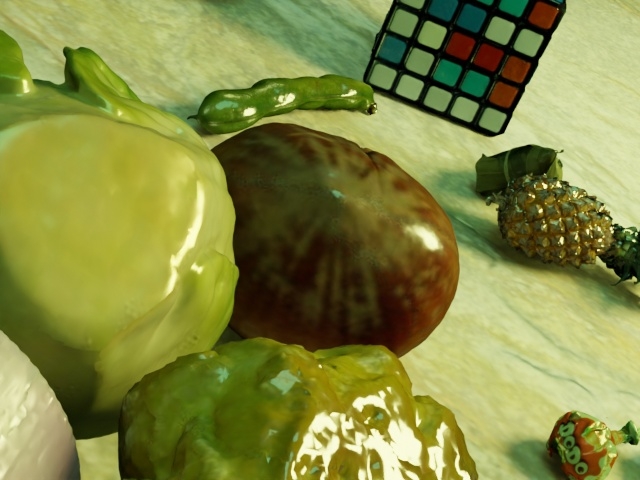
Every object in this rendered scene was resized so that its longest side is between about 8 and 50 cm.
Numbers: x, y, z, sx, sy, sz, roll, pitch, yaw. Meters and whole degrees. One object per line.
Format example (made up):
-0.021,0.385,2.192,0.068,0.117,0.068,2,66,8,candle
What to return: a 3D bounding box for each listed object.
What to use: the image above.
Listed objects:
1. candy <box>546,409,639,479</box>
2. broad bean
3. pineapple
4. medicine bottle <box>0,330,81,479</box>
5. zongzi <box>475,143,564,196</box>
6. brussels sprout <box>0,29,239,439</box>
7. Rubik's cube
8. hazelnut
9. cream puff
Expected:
0.246,0.155,0.813,0.184,0.049,0.056,-1,70,-42,candy
-0.032,-0.144,1.052,0.256,0.052,0.053,-14,90,-46,broad bean
0.265,-0.004,0.991,0.221,0.083,0.103,21,-9,-2,pineapple
-0.237,0.183,0.311,0.219,0.219,0.388,23,33,0,medicine bottle
0.236,-0.075,1.060,0.109,0.119,0.055,-3,82,-35,zongzi
-0.180,-0.003,0.583,0.259,0.227,0.294,12,-11,-36,brussels sprout
0.173,-0.262,1.216,0.187,0.182,0.184,21,32,-4,Rubik's cube
0.001,-0.003,0.748,0.212,0.181,0.181,24,35,2,hazelnut
-0.008,0.165,0.489,0.196,0.244,0.244,-7,29,17,cream puff
